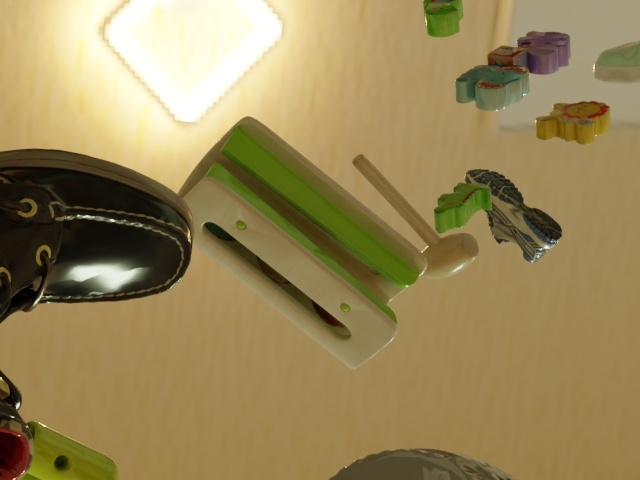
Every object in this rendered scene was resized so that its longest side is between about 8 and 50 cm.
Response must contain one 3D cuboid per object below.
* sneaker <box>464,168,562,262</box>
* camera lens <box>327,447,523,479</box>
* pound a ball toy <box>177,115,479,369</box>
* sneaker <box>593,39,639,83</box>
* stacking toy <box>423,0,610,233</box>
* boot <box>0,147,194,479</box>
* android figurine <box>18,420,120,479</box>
[{"bbox_3d":[0.205,-0.026,2.031,0.052,0.058,0.135,-14,-128,-49],"label":"sneaker"},{"bbox_3d":[0.121,0.299,1.520,0.219,0.219,0.274,19,173,34],"label":"camera lens"},{"bbox_3d":[0.000,0.000,2.034,0.319,0.136,0.208,39,-136,-11],"label":"pound a ball toy"},{"bbox_3d":[0.392,-0.260,1.934,0.256,0.151,0.094,-15,-172,38],"label":"sneaker"},{"bbox_3d":[0.145,-0.122,1.307,0.052,0.167,0.221,12,-149,33],"label":"stacking toy"},{"bbox_3d":[-0.249,0.059,1.300,0.377,0.138,0.284,8,-143,-27],"label":"boot"},{"bbox_3d":[-0.258,0.183,1.579,0.273,0.056,0.248,33,168,-28],"label":"android figurine"}]
